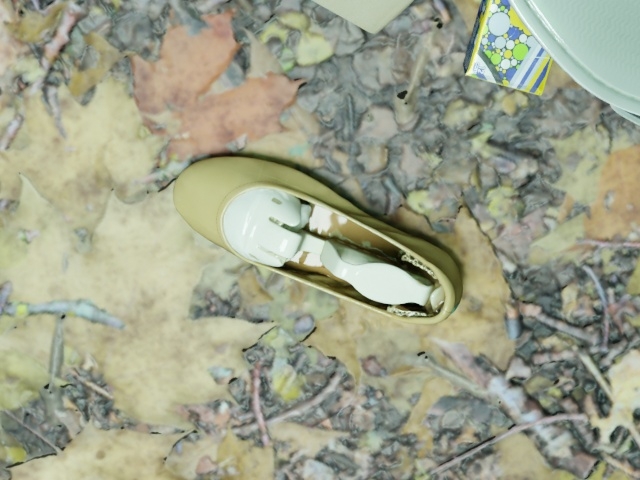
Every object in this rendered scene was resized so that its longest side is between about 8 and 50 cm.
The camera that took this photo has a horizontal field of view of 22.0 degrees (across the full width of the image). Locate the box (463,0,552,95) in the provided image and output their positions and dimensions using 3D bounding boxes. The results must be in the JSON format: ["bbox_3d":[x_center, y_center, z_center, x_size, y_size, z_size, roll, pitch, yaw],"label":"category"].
[{"bbox_3d":[0.152,-0.194,1.172,0.059,0.054,0.169,15,106,-3],"label":"box"}]

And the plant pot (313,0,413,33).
[{"bbox_3d":[0.033,-0.211,1.150,0.109,0.109,0.096,29,118,-7],"label":"plant pot"}]

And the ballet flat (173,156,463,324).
[{"bbox_3d":[0.000,0.000,1.220,0.232,0.073,0.080,20,105,-4],"label":"ballet flat"}]

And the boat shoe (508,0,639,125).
[{"bbox_3d":[0.237,-0.128,1.145,0.302,0.091,0.114,34,90,-18],"label":"boat shoe"}]
